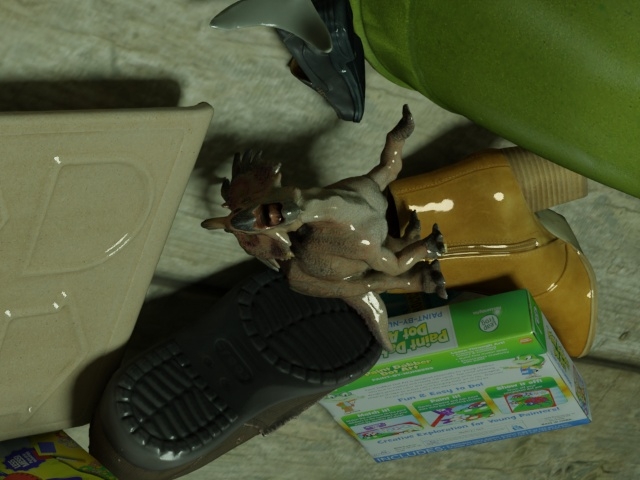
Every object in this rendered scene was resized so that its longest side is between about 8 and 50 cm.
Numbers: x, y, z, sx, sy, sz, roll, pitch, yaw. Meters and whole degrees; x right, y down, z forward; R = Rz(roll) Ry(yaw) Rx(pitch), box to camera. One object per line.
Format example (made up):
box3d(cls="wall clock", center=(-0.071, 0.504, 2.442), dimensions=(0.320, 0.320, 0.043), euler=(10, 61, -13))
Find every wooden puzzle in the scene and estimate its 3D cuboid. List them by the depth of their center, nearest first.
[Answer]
box3d(cls="wooden puzzle", center=(-0.266, 0.026, 1.331), dimensions=(0.348, 0.080, 0.322), euler=(-10, 132, -47))

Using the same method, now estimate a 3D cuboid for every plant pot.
box3d(cls="plant pot", center=(0.271, -0.194, 1.427), dimensions=(0.366, 0.353, 0.366), euler=(-27, 141, -25))

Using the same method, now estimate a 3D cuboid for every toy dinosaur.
box3d(cls="toy dinosaur", center=(0.000, 0.000, 1.514), dimensions=(0.200, 0.127, 0.295), euler=(-13, 147, -4))

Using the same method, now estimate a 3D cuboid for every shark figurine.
box3d(cls="shark figurine", center=(0.014, -0.287, 1.317), dimensions=(0.116, 0.166, 0.278), euler=(25, 125, -28))

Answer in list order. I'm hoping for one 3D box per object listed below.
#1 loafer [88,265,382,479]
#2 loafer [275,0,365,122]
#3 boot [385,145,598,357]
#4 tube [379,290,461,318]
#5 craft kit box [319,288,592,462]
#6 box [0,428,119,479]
box3d(cls="loafer", center=(-0.087, 0.124, 1.562), dimensions=(0.366, 0.134, 0.130), euler=(-21, 163, -48))
box3d(cls="loafer", center=(0.004, -0.154, 1.459), dimensions=(0.061, 0.062, 0.170), euler=(-5, 150, 8))
box3d(cls="boot", center=(0.166, 0.027, 1.723), dimensions=(0.211, 0.104, 0.295), euler=(-15, 131, -4))
box3d(cls="tube", center=(0.130, 0.036, 1.783), dimensions=(0.207, 0.052, 0.080), euler=(-33, 132, -11))
box3d(cls="craft kit box", center=(0.131, 0.147, 1.766), dimensions=(0.250, 0.061, 0.246), euler=(-13, 152, 16))
box3d(cls="box", center=(-0.229, 0.341, 1.422), dimensions=(0.177, 0.290, 0.279), euler=(-21, 120, -28))
